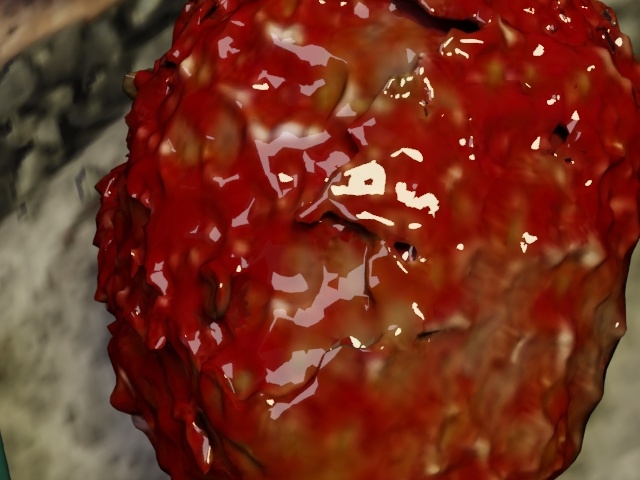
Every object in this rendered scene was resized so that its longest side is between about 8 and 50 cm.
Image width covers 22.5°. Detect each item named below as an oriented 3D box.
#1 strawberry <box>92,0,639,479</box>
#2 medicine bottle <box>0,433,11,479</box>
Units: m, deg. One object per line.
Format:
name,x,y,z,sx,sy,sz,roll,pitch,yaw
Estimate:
strawberry,-0.001,-0.003,0.357,0.140,0.085,0.192,26,86,35
medicine bottle,-0.119,0.111,0.380,0.124,0.079,0.258,-34,56,16
